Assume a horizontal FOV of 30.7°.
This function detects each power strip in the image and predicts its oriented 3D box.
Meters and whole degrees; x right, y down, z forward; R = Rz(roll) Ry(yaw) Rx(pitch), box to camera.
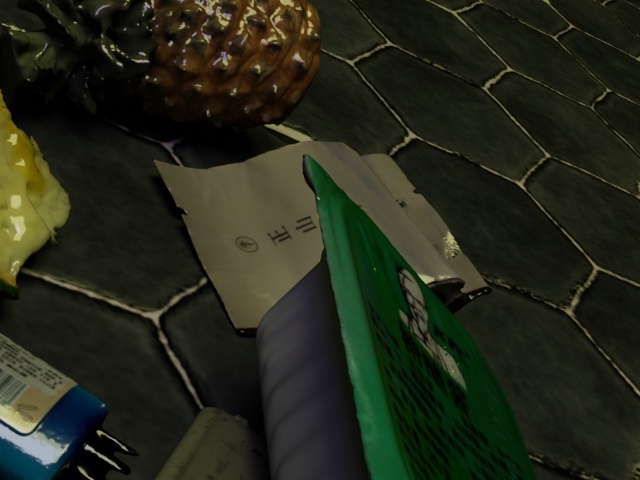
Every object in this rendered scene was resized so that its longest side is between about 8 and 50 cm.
[{"bbox_3d":[-0.067,0.175,0.681,0.092,0.034,0.268,32,29,1],"label":"power strip"}]

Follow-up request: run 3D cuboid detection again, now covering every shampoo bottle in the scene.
[{"bbox_3d":[-0.190,0.092,0.673,0.183,0.050,0.087,33,26,1],"label":"shampoo bottle"}]

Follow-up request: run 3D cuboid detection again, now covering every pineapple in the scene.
[{"bbox_3d":[-0.167,-0.174,1.018,0.340,0.169,0.169,-2,43,-37],"label":"pineapple"}]

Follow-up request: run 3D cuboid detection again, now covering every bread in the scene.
[{"bbox_3d":[-0.282,-0.080,0.765,0.174,0.133,0.252,-70,145,-58],"label":"bread"}]

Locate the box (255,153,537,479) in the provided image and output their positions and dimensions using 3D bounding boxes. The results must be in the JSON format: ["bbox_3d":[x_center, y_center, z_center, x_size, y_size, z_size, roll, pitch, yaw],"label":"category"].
[{"bbox_3d":[0.047,0.141,0.721,0.264,0.106,0.337,48,17,-33],"label":"box"}]

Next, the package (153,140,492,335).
[{"bbox_3d":[0.000,0.000,1.007,0.250,0.062,0.204,-6,45,-31],"label":"package"}]
